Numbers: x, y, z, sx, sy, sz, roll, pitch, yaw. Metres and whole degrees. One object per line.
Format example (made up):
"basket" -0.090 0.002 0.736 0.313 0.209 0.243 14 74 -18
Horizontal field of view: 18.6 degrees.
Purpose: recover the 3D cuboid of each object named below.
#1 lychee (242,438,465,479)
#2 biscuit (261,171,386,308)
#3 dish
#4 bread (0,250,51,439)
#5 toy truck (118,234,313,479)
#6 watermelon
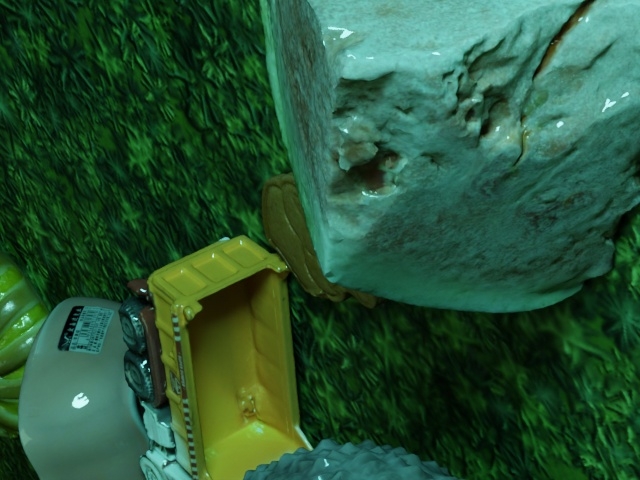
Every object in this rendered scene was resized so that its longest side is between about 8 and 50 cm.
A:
"lychee" 0.035 0.275 1.336 0.300 0.300 0.300 37 144 34
"biscuit" 0.000 0.000 1.382 0.130 0.019 0.102 18 130 51
"dish" -0.163 0.150 1.659 0.090 0.213 0.213 -8 114 23
"bread" -0.324 0.098 1.885 0.213 0.105 0.213 34 139 36
"toy truck" -0.076 0.124 1.523 0.135 0.114 0.270 35 141 44
"watermelon" 0.075 -0.096 1.087 0.232 0.193 0.310 -155 54 -73
